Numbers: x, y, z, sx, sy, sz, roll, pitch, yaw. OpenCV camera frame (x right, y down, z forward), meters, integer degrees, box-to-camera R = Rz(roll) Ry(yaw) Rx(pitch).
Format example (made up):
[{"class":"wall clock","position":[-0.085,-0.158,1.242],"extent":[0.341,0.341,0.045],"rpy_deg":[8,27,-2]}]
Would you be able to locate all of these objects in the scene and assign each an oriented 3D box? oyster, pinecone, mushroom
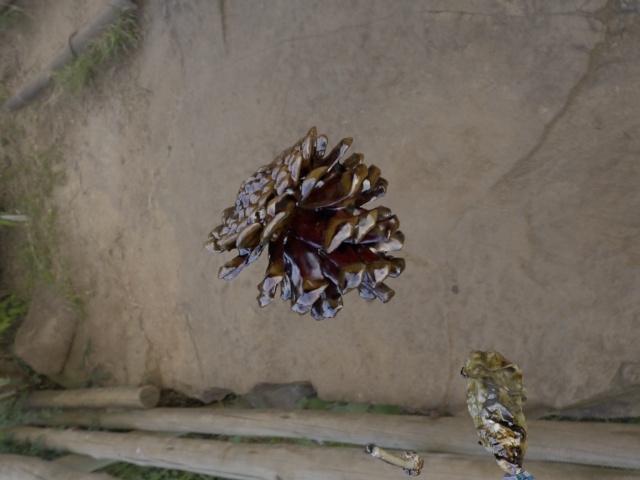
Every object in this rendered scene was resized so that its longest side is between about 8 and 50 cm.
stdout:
[{"class":"oyster","position":[0.343,0.303,0.986],"extent":[0.129,0.345,0.078],"rpy_deg":[16,112,6]},{"class":"pinecone","position":[0.000,0.000,0.979],"extent":[0.384,0.384,0.384],"rpy_deg":[4,96,39]},{"class":"mushroom","position":[0.199,0.565,1.355],"extent":[0.061,0.187,0.060],"rpy_deg":[-59,30,-3]}]

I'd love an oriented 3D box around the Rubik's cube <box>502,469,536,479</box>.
[{"class":"Rubik's cube","position":[0.550,0.686,1.427],"extent":[0.111,0.111,0.093],"rpy_deg":[42,140,29]}]
